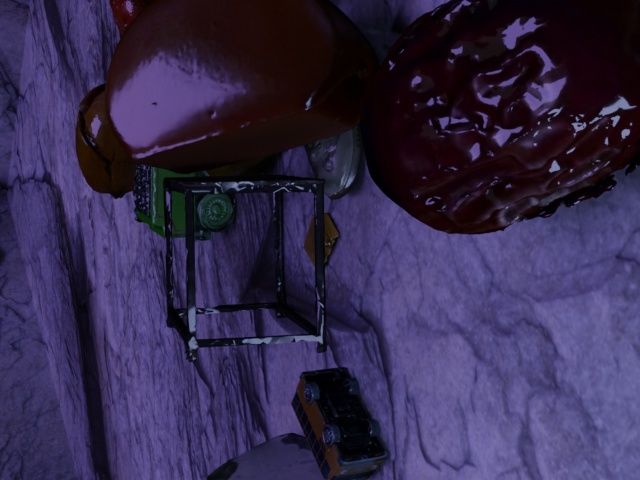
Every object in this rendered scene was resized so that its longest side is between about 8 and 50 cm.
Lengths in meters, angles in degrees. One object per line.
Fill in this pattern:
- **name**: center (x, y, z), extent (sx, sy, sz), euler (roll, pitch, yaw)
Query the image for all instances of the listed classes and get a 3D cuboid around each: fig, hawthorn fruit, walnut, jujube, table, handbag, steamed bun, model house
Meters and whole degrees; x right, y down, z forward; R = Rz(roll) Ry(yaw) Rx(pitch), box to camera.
- **fig**: center (-0.155, -0.175, 1.843), extent (0.185, 0.127, 0.132), euler (165, 114, -66)
- **hawthorn fruit**: center (-0.391, -0.508, 2.214), extent (0.173, 0.174, 0.179), euler (65, 145, 34)
- **walnut**: center (-0.491, -0.225, 2.403), extent (0.336, 0.209, 0.209), euler (101, 150, -41)
- **jujube**: center (0.200, -0.146, 1.053), extent (0.377, 0.258, 0.258), euler (-21, 74, 48)
- **table**: center (-0.135, 0.031, 1.651), extent (0.335, 0.222, 0.272), euler (-160, 68, -76)
- **handbag**: center (0.000, 0.000, 1.671), extent (0.061, 0.027, 0.083), euler (61, 146, 37)
- **steamed bun**: center (-0.120, -0.256, 1.457), extent (0.380, 0.235, 0.248), euler (-14, 81, 21)
- **model house**: center (-0.040, 0.520, 1.699), extent (0.271, 0.190, 0.300), euler (16, 123, 57)

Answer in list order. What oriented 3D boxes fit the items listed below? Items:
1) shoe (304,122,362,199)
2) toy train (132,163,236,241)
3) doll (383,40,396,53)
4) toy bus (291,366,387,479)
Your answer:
- **shoe**: center (-0.006, -0.198, 1.584), extent (0.103, 0.098, 0.274), euler (144, 117, -63)
- **toy train**: center (-0.275, -0.115, 2.009), extent (0.132, 0.188, 0.243), euler (26, 117, 60)
- **doll**: center (0.140, -0.211, 1.349), extent (0.227, 0.057, 0.113), euler (-143, 60, -66)
- **toy bus**: center (0.025, 0.301, 1.591), extent (0.182, 0.091, 0.103), euler (62, 144, 40)
